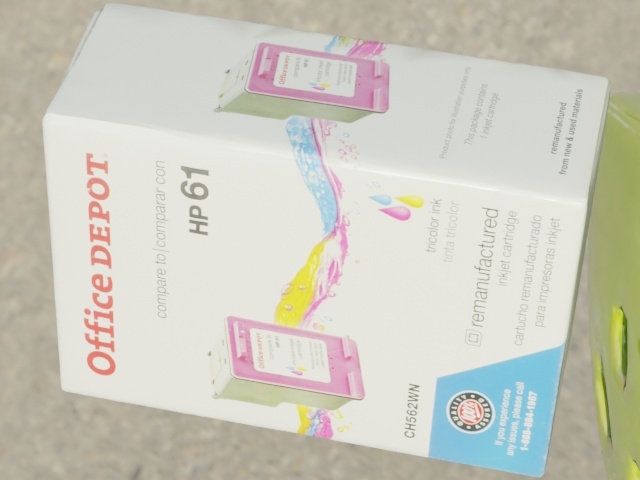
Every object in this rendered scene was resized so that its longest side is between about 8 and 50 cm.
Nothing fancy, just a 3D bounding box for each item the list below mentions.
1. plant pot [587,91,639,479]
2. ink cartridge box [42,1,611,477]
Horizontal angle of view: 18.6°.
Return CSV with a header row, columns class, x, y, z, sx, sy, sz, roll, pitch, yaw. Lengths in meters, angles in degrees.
class,x,y,z,sx,sy,sz,roll,pitch,yaw
plant pot,0.184,0.089,0.458,0.227,0.228,0.207,-114,29,-73
ink cartridge box,0.000,0.000,0.460,0.122,0.088,0.052,10,41,9
